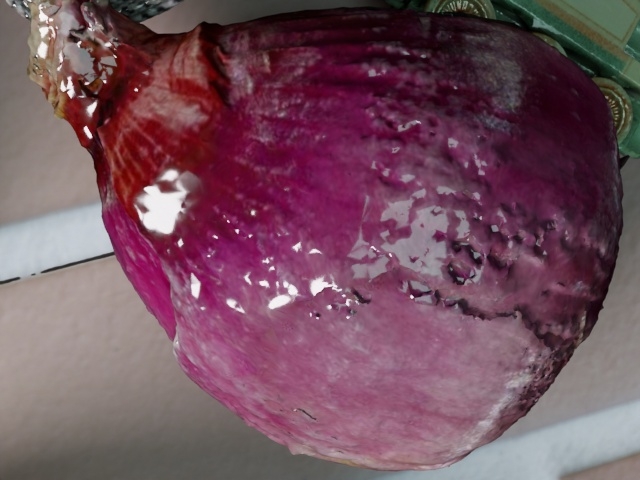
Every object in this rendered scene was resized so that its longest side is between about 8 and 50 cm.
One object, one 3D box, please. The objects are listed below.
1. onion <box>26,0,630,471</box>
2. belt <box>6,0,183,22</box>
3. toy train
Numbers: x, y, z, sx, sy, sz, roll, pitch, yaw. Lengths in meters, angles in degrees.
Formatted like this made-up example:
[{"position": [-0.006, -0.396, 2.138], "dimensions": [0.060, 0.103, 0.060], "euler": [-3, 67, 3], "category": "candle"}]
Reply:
[{"position": [0.000, 0.000, 0.762], "dimensions": [0.348, 0.159, 0.267], "euler": [20, 118, -23], "category": "onion"}, {"position": [-0.002, -0.208, 0.758], "dimensions": [0.359, 0.094, 0.126], "euler": [-19, 129, 6], "category": "belt"}, {"position": [0.130, -0.128, 0.863], "dimensions": [0.194, 0.081, 0.125], "euler": [29, 89, -17], "category": "toy train"}]
